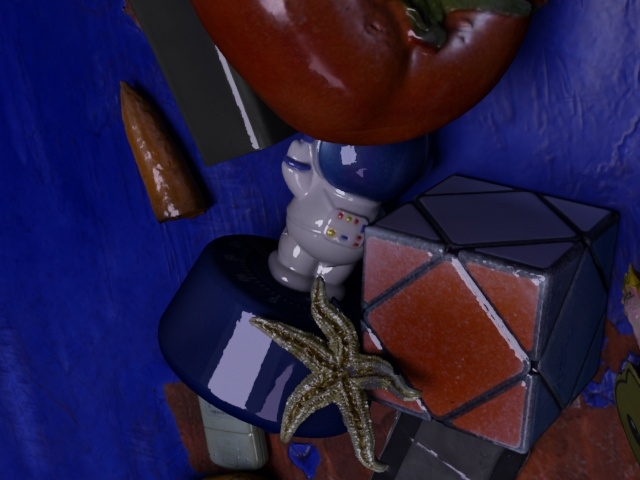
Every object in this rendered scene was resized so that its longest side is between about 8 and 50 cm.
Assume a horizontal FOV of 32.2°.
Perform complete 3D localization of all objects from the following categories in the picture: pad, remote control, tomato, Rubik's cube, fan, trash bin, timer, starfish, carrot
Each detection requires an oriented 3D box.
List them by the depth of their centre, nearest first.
[{"bbox_3d":[0.033,-0.268,1.061,0.273,0.341,0.341,25,126,56],"label":"tomato"},{"bbox_3d":[0.369,0.274,1.138,0.011,0.229,0.335,-23,100,-1],"label":"fan"},{"bbox_3d":[0.007,0.151,1.152,0.176,0.053,0.208,-46,74,22],"label":"starfish"},{"bbox_3d":[0.176,0.067,1.169,0.207,0.205,0.205,15,116,31],"label":"Rubik's cube"},{"bbox_3d":[0.000,0.000,1.261,0.270,0.270,0.383,32,111,21],"label":"timer"},{"bbox_3d":[-0.100,-0.225,1.273,0.122,0.164,0.240,-13,104,38],"label":"trash bin"},{"bbox_3d":[0.152,0.287,1.393,0.174,0.022,0.233,32,125,20],"label":"pad"},{"bbox_3d":[-0.219,-0.119,1.462,0.072,0.072,0.205,-28,86,39],"label":"carrot"},{"bbox_3d":[-0.132,0.210,1.549,0.098,0.038,0.233,1,108,34],"label":"remote control"}]

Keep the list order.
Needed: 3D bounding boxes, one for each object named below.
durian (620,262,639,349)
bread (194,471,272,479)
[{"bbox_3d":[0.374,0.119,1.097,0.186,0.154,0.260,43,158,42],"label":"durian"},{"bbox_3d":[-0.153,0.384,1.588,0.211,0.114,0.083,-20,55,36],"label":"bread"}]
